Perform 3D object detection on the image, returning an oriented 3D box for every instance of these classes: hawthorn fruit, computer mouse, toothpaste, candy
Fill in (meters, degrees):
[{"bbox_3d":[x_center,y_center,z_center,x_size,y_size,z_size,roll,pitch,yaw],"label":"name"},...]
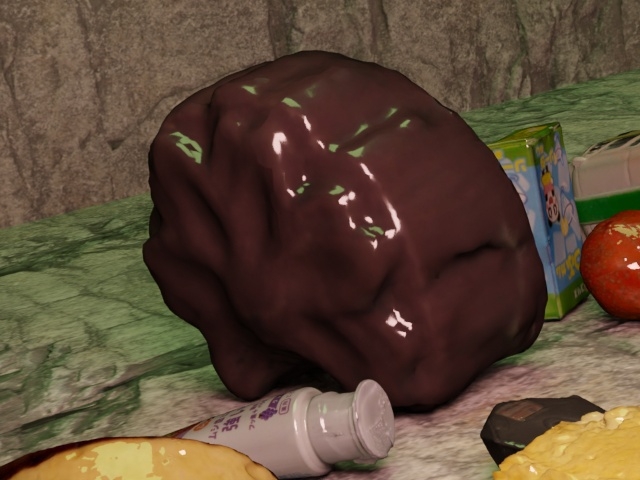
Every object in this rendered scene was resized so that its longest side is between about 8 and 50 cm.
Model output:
[{"bbox_3d":[0.319,0.025,1.640,0.128,0.128,0.128,-10,10,2],"label":"hawthorn fruit"},{"bbox_3d":[0.189,0.162,1.197,0.099,0.057,0.172,-17,24,-41],"label":"computer mouse"},{"bbox_3d":[-0.083,0.176,1.384,0.299,0.073,0.114,-14,7,27],"label":"toothpaste"},{"bbox_3d":[0.229,-0.019,1.727,0.062,0.194,0.097,-6,12,30],"label":"candy"}]

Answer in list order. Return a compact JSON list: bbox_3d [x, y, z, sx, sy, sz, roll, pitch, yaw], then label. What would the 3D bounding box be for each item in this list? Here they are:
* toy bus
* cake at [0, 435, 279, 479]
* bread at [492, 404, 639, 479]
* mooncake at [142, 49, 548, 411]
[{"bbox_3d":[0.410,-0.062,1.830,0.179,0.143,0.305,-19,5,-32],"label":"toy bus"},{"bbox_3d":[-0.102,0.224,0.924,0.185,0.178,0.207,7,-29,-18],"label":"cake"},{"bbox_3d":[0.217,0.170,0.940,0.245,0.121,0.174,6,28,45],"label":"bread"},{"bbox_3d":[0.000,0.000,1.546,0.212,0.350,0.381,-31,11,-38],"label":"mooncake"}]
